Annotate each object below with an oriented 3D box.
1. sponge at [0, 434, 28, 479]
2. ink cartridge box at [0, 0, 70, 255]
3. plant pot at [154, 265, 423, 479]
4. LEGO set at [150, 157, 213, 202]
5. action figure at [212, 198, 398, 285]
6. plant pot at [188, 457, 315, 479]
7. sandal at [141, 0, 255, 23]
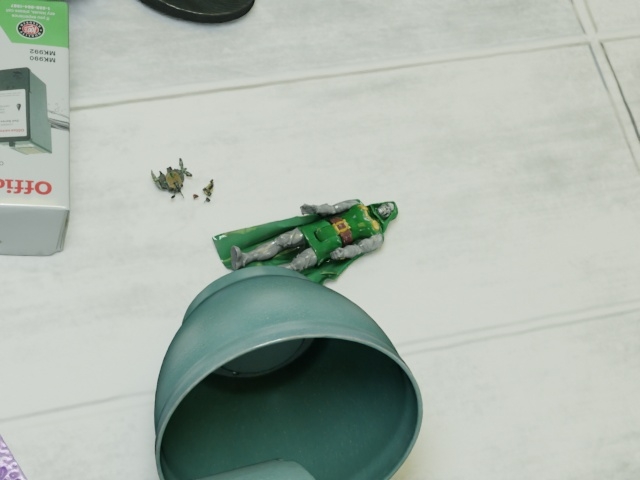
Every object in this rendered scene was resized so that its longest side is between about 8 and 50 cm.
[{"bbox_3d":[-0.364,0.300,1.688,0.117,0.031,0.210,-28,74,-25],"label":"sponge"},{"bbox_3d":[-0.404,-0.139,1.842,0.211,0.121,0.289,1,64,-15],"label":"ink cartridge box"},{"bbox_3d":[-0.054,0.151,1.724,0.293,0.293,0.196,-3,39,-16],"label":"plant pot"},{"bbox_3d":[-0.174,-0.070,1.929,0.083,0.023,0.054,35,62,-11],"label":"LEGO set"},{"bbox_3d":[0.000,0.000,1.918,0.232,0.063,0.137,-24,69,-27],"label":"action figure"},{"bbox_3d":[-0.144,0.382,1.523,0.334,0.341,0.341,-16,69,-20],"label":"plant pot"},{"bbox_3d":[-0.251,-0.464,2.051,0.167,0.107,0.446,-35,77,-26],"label":"sandal"}]
